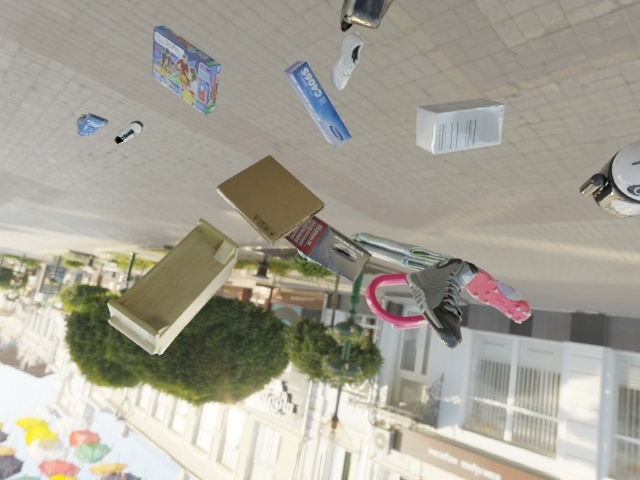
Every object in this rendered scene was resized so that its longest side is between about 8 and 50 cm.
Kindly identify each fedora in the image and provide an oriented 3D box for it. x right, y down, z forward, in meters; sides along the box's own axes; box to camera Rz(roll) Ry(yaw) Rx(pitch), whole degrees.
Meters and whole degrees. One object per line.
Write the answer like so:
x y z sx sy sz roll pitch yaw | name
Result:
0.205 -0.969 1.724 0.153 0.334 0.334 29 169 1 | fedora

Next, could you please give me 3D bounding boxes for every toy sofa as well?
-0.393 0.126 1.193 0.150 0.362 0.177 35 144 4 | toy sofa

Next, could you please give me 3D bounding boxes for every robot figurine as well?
0.846 -0.159 1.155 0.173 0.209 0.278 48 -177 18 | robot figurine

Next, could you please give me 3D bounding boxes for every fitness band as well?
0.300 0.215 1.554 0.291 0.209 0.054 0 139 -25 | fitness band

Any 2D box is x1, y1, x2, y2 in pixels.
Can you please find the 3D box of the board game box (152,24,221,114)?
-0.347 -0.434 1.098 0.201 0.035 0.136 38 135 13 | board game box

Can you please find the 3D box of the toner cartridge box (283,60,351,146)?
-0.011 -0.556 1.759 0.347 0.075 0.165 54 -178 -27 | toner cartridge box

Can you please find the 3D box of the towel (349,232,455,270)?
0.329 0.053 1.610 0.321 0.090 0.374 17 -179 -28 | towel

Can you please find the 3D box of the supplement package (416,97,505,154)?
0.457 -0.382 1.424 0.244 0.133 0.139 -11 -152 -11 | supplement package

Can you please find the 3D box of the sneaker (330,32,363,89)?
0.104 -0.668 1.637 0.080 0.212 0.094 -6 -137 -30 | sneaker

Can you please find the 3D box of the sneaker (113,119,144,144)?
-0.554 -0.310 1.246 0.109 0.043 0.040 -23 128 26 | sneaker

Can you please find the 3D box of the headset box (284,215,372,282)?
0.000 0.000 1.303 0.218 0.110 0.293 32 -177 -41 | headset box

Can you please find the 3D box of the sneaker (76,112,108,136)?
-0.810 -0.402 1.521 0.209 0.082 0.069 13 174 45 | sneaker

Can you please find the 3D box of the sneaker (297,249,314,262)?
-0.031 0.043 1.840 0.107 0.109 0.275 -9 -175 8 | sneaker

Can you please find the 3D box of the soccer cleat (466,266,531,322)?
0.506 0.146 1.252 0.248 0.083 0.095 34 -151 -7 | soccer cleat

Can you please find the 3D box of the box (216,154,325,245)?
-0.115 -0.100 1.001 0.201 0.164 0.021 43 153 20 | box

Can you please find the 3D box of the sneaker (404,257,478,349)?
0.246 0.096 0.810 0.086 0.132 0.228 52 -169 -23 | sneaker
